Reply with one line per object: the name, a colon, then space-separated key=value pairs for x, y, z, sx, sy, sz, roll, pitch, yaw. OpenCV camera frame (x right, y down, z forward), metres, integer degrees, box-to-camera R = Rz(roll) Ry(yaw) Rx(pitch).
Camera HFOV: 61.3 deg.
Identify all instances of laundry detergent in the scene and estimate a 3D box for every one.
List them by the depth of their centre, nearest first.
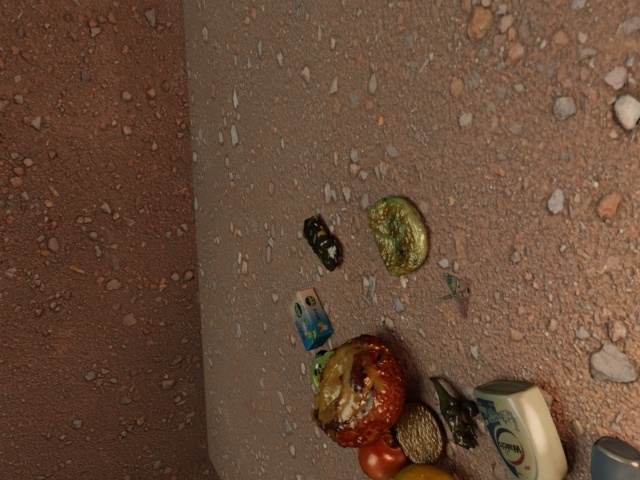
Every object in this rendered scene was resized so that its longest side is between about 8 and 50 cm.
laundry detergent: x=0.580 y=0.497 z=1.064 sx=0.096 sy=0.061 sz=0.206 roll=14 pitch=113 yaw=49
laundry detergent: x=0.457 y=0.465 z=1.218 sx=0.215 sy=0.105 sz=0.281 roll=145 pitch=107 yaw=-72

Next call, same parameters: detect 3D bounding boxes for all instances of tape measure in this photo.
tape measure: x=0.045 y=0.479 z=1.938 sx=0.175 sy=0.106 sz=0.200 roll=-8 pitch=94 yaw=46

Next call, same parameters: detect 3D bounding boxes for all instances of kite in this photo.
kite: x=0.346 y=0.147 z=1.406 sx=0.152 sy=0.005 sz=0.137 roll=-51 pitch=55 yaw=54

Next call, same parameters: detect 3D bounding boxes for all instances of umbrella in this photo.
umbrella: x=0.531 y=0.470 z=1.183 sx=0.031 sy=0.020 sz=0.083 roll=-20 pitch=88 yaw=61

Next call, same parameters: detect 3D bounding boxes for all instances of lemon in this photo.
lemon: x=0.288 y=0.735 z=1.482 sx=0.253 sy=0.228 sz=0.229 roll=1 pitch=101 yaw=64

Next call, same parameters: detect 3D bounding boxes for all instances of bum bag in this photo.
bum bag: x=0.000 y=0.000 z=1.898 sx=0.232 sy=0.060 sz=0.107 roll=53 pitch=133 yaw=34

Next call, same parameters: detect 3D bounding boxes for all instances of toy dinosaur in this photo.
toy dinosaur: x=0.336 y=0.472 z=1.450 sx=0.179 sy=0.087 sz=0.187 roll=-6 pitch=93 yaw=59

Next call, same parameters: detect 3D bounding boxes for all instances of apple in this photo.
apple: x=0.198 y=0.674 z=1.687 sx=0.163 sy=0.163 sz=0.139 roll=47 pitch=130 yaw=43

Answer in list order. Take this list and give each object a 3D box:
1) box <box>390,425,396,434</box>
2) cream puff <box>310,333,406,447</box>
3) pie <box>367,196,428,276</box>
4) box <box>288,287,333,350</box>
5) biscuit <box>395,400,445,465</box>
box: x=0.254 y=0.595 z=1.693 sx=0.115 sy=0.025 sz=0.048 roll=14 pitch=113 yaw=57
cream puff: x=0.132 y=0.463 z=1.637 sx=0.350 sy=0.228 sz=0.350 roll=-58 pitch=18 yaw=31
pie: x=0.214 y=-0.011 z=1.533 sx=0.240 sy=0.054 sz=0.241 roll=27 pitch=124 yaw=52
box: x=-0.041 y=0.301 z=2.054 sx=0.194 sy=0.073 sz=0.139 roll=63 pitch=147 yaw=26
biscuit: x=0.293 y=0.568 z=1.592 sx=0.187 sy=0.027 sz=0.188 roll=4 pitch=95 yaw=53
